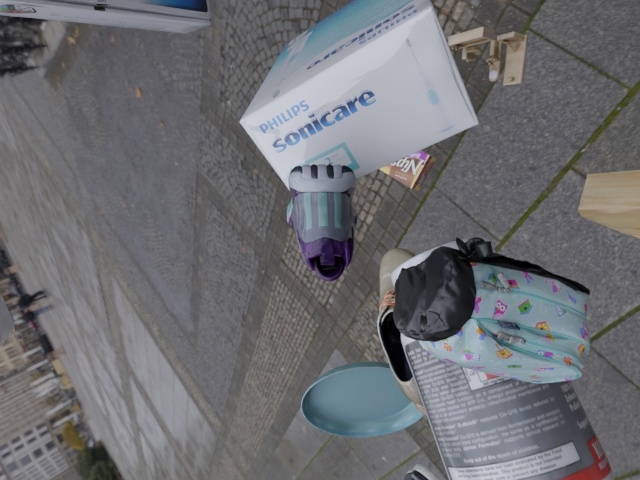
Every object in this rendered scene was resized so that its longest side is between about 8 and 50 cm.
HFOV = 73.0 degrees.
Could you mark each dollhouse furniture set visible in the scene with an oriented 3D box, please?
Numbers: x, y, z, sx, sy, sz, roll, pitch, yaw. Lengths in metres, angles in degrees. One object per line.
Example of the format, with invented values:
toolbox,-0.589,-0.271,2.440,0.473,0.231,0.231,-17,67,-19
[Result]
dollhouse furniture set,0.451,-0.494,1.183,0.144,0.151,0.123,15,106,55

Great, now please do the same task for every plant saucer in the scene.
plant saucer,0.110,0.391,1.071,0.043,0.318,0.317,-93,8,-50

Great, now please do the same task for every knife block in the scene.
knife block,0.635,-0.076,0.727,0.276,0.088,0.242,24,160,8

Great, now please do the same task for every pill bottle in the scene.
pill bottle,0.245,0.192,0.651,0.210,0.210,0.362,-46,55,53

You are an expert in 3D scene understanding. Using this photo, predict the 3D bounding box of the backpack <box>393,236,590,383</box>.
backpack,0.180,0.078,0.449,0.152,0.182,0.115,134,151,-72

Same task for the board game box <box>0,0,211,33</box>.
board game box,-0.192,-0.319,0.300,0.053,0.193,0.305,6,108,41

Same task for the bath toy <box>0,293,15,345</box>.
bath toy,-0.570,0.026,0.612,0.348,0.129,0.151,51,138,13

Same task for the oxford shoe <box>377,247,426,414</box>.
oxford shoe,0.182,0.141,0.882,0.140,0.397,0.146,-32,128,19

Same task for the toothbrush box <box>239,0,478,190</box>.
toothbrush box,0.050,-0.208,0.541,0.216,0.295,0.126,-23,122,23

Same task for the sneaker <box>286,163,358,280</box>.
sneaker,0.000,0.000,0.468,0.223,0.083,0.098,67,-159,-77

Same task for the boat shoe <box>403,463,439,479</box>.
boat shoe,0.216,0.574,0.966,0.095,0.079,0.254,38,154,25

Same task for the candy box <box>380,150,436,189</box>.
candy box,0.240,-0.242,1.297,0.187,0.053,0.109,40,113,33

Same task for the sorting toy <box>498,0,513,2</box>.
sorting toy,0.187,-0.403,0.599,0.229,0.307,0.041,38,114,-4
